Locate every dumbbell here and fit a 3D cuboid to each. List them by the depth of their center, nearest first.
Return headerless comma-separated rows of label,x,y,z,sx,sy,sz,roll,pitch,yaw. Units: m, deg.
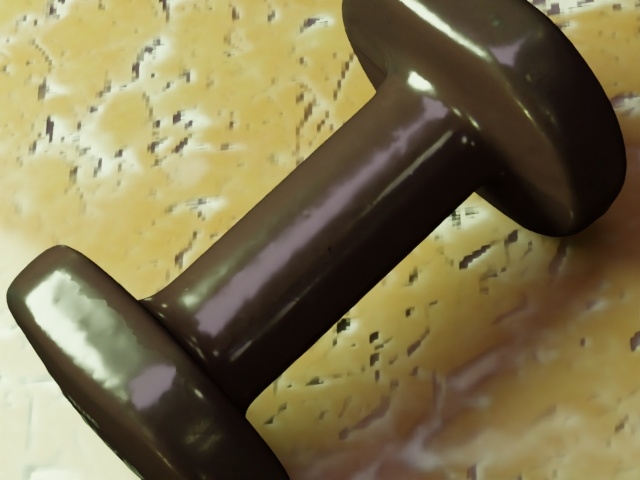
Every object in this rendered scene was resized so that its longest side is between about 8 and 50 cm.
dumbbell,0.000,0.000,0.605,0.225,0.124,0.140,-42,60,-11
